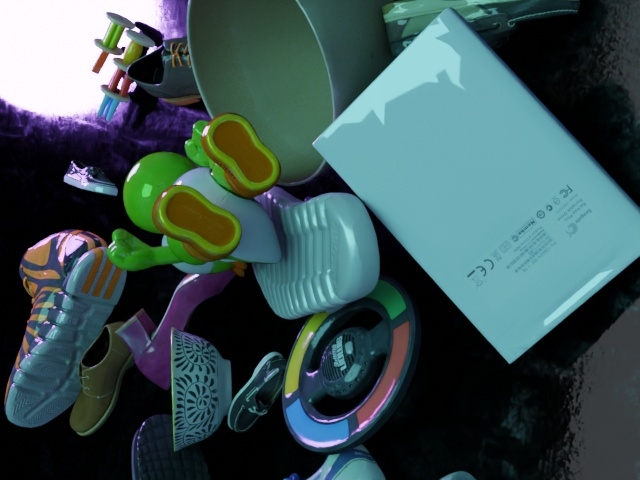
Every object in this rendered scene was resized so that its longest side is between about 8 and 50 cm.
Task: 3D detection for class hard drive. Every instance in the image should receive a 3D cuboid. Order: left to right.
[{"bbox_3d":[0.170,-0.056,1.227,0.210,0.040,0.319,-44,83,21],"label":"hard drive"}]

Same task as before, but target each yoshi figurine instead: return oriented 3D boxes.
[{"bbox_3d":[-0.170,-0.051,1.438,0.362,0.203,0.203,143,119,-75],"label":"yoshi figurine"}]

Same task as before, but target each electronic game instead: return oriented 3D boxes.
[{"bbox_3d":[0.034,0.147,1.398,0.229,0.048,0.229,-34,41,34],"label":"electronic game"}]

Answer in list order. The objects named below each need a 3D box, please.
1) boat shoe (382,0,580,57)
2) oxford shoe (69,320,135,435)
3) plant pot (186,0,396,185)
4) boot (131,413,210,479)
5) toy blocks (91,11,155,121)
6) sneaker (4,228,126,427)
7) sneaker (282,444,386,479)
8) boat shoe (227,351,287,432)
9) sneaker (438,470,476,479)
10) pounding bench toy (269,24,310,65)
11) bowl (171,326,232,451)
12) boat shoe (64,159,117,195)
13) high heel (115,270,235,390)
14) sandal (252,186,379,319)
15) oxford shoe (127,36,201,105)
[{"bbox_3d":[0.183,-0.246,1.314,0.223,0.080,0.073,-3,102,11],"label":"boat shoe"},{"bbox_3d":[-0.346,0.209,1.783,0.076,0.076,0.212,42,113,39],"label":"oxford shoe"},{"bbox_3d":[-0.006,-0.233,1.422,0.284,0.191,0.284,34,138,38],"label":"plant pot"},{"bbox_3d":[-0.249,0.432,1.621,0.222,0.118,0.338,-36,54,40],"label":"boot"},{"bbox_3d":[-0.338,-0.280,1.883,0.123,0.054,0.148,44,113,40],"label":"toy blocks"},{"bbox_3d":[-0.430,0.130,1.864,0.180,0.124,0.321,31,93,48],"label":"sneaker"},{"bbox_3d":[-0.024,0.362,1.428,0.296,0.112,0.131,-42,44,23],"label":"sneaker"},{"bbox_3d":[-0.079,0.208,1.541,0.125,0.046,0.038,-56,44,10],"label":"boat shoe"},{"bbox_3d":[0.113,0.406,1.250,0.169,0.108,0.293,-22,64,39],"label":"sneaker"},{"bbox_3d":[-0.027,-0.271,1.553,0.052,0.083,0.065,34,107,43],"label":"pounding bench toy"},{"bbox_3d":[-0.161,0.200,1.578,0.170,0.080,0.170,179,90,-83],"label":"bowl"},{"bbox_3d":[-0.374,-0.102,1.889,0.142,0.049,0.040,18,94,47],"label":"boat shoe"},{"bbox_3d":[-0.175,0.113,1.654,0.244,0.082,0.117,-36,96,16],"label":"high heel"},{"bbox_3d":[0.001,0.015,1.421,0.416,0.102,0.169,-168,72,-71],"label":"sandal"},{"bbox_3d":[-0.173,-0.254,1.683,0.271,0.098,0.097,-12,74,43],"label":"oxford shoe"}]
